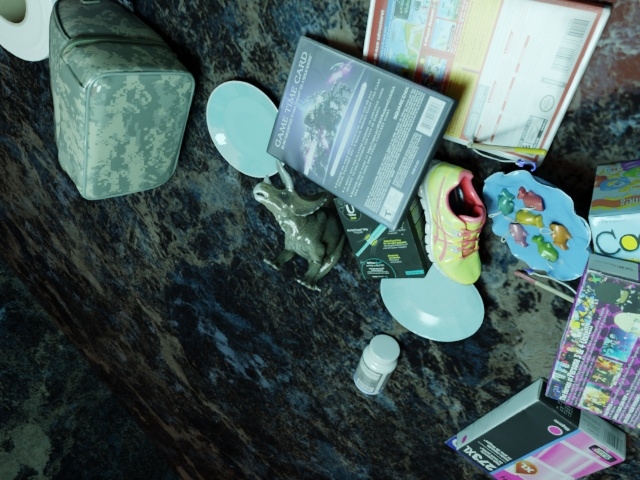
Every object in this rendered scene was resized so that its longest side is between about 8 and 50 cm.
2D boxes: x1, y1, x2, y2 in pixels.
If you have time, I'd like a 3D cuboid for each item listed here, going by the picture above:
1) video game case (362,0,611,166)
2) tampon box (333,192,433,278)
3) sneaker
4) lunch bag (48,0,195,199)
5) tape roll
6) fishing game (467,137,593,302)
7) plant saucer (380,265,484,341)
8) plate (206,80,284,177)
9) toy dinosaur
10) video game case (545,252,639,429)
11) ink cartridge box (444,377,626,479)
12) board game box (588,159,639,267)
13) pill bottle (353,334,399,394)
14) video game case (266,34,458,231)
[{"bbox_3d":[0.191,-0.234,0.617,0.285,0.025,0.204,23,133,18],"label":"video game case"},{"bbox_3d":[0.118,-0.029,0.770,0.120,0.101,0.161,-4,119,36],"label":"tampon box"},{"bbox_3d":[0.211,-0.020,0.696,0.094,0.081,0.209,17,132,63],"label":"sneaker"},{"bbox_3d":[-0.401,-0.273,0.867,0.256,0.212,0.305,48,135,18],"label":"lunch bag"},{"bbox_3d":[-0.581,-0.507,0.889,0.286,0.100,0.286,19,132,23],"label":"tape roll"},{"bbox_3d":[0.291,-0.015,0.637,0.264,0.041,0.189,61,168,-29],"label":"fishing game"},{"bbox_3d":[0.209,0.103,0.855,0.194,0.037,0.195,19,132,22],"label":"plant saucer"},{"bbox_3d":[-0.134,-0.208,0.863,0.188,0.024,0.188,18,130,23],"label":"plate"},{"bbox_3d":[0.000,0.000,0.809,0.121,0.160,0.313,27,178,34],"label":"toy dinosaur"},{"bbox_3d":[0.402,0.140,0.540,0.210,0.042,0.232,14,130,26],"label":"video game case"},{"bbox_3d":[0.416,0.432,0.951,0.175,0.069,0.371,34,138,8],"label":"ink cartridge box"},{"bbox_3d":[0.441,0.046,0.574,0.144,0.142,0.275,-5,120,37],"label":"board game box"},{"bbox_3d":[0.125,0.275,1.016,0.078,0.078,0.137,28,134,14],"label":"pill bottle"},{"bbox_3d":[0.043,-0.165,0.686,0.274,0.026,0.196,35,118,28],"label":"video game case"}]
